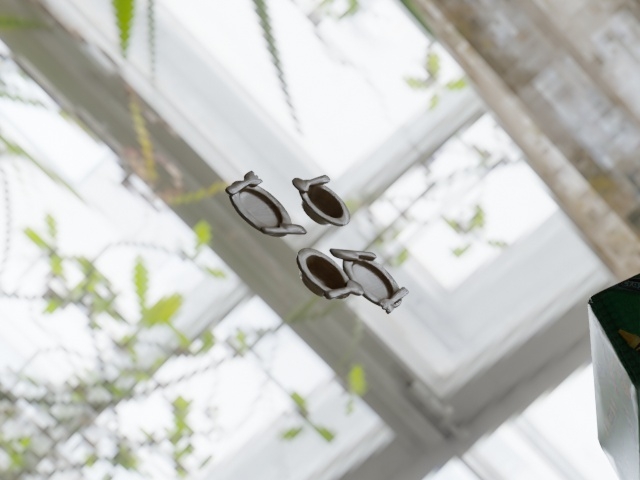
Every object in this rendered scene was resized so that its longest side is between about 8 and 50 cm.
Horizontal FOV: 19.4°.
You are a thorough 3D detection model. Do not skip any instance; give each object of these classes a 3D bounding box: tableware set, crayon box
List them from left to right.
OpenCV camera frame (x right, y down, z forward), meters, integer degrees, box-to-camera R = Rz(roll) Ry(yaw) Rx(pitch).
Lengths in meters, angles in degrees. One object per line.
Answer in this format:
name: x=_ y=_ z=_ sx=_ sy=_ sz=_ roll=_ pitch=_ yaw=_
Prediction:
tableware set: x=0.000 y=0.000 z=1.586 sx=0.020 sy=0.169 sz=0.141 roll=-50 pitch=157 yaw=26
crayon box: x=0.297 y=0.100 z=1.420 sx=0.165 sy=0.278 sz=0.081 roll=-24 pitch=-119 yaw=-4
